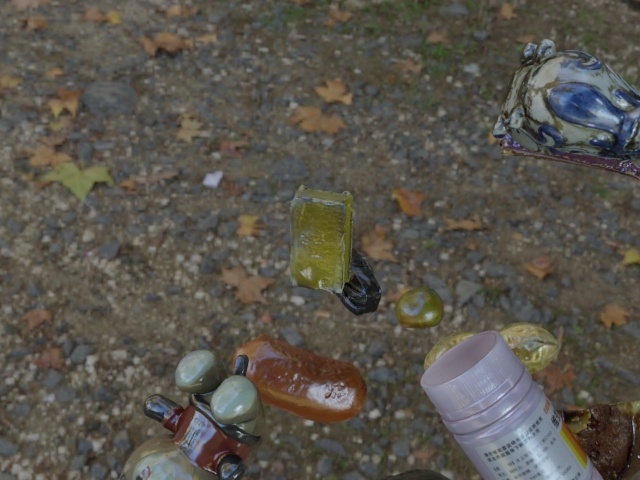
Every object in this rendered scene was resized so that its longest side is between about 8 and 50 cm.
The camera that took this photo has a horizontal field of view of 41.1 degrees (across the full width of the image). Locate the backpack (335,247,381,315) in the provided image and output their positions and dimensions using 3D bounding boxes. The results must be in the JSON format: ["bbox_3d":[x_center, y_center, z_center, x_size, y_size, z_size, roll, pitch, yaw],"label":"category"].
[{"bbox_3d":[0.087,0.106,2.091,0.106,0.120,0.165,-15,51,-30],"label":"backpack"}]

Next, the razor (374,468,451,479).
[{"bbox_3d":[0.196,0.524,1.638,0.189,0.107,0.327,-10,3,-11],"label":"razor"}]

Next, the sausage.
[{"bbox_3d":[-0.037,0.259,1.569,0.258,0.133,0.133,22,32,-14],"label":"sausage"}]

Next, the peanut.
[{"bbox_3d":[0.378,0.260,1.904,0.306,0.147,0.147,-12,31,18],"label":"peanut"}]

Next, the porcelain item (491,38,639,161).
[{"bbox_3d":[0.336,-0.173,1.118,0.186,0.137,0.288,20,7,2],"label":"porcelain item"}]

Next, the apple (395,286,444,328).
[{"bbox_3d":[0.180,0.126,1.557,0.090,0.074,0.089,-15,1,0],"label":"apple"}]

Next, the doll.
[{"bbox_3d":[-0.196,0.338,1.339,0.235,0.329,0.174,32,3,32],"label":"doll"}]

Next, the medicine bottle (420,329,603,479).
[{"bbox_3d":[0.249,0.252,1.114,0.249,0.133,0.133,54,43,-5],"label":"medicine bottle"}]

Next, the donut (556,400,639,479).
[{"bbox_3d":[0.485,0.345,1.439,0.112,0.295,0.151,-10,77,-18],"label":"donut"}]

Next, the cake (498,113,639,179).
[{"bbox_3d":[0.450,-0.167,1.563,0.295,0.112,0.116,25,12,8],"label":"cake"}]

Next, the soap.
[{"bbox_3d":[0.001,-0.001,1.958,0.135,0.233,0.076,9,23,16],"label":"soap"}]
